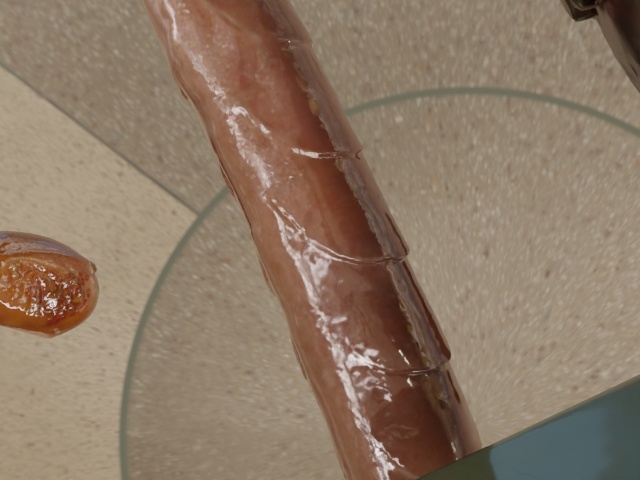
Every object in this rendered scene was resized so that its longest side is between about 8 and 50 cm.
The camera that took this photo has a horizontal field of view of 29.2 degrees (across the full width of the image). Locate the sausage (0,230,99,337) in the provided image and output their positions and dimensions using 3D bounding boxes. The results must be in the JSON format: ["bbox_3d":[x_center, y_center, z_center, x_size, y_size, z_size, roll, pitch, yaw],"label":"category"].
[{"bbox_3d":[-0.265,0.033,1.010,0.179,0.089,0.089,16,82,-30],"label":"sausage"}]

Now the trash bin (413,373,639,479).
[{"bbox_3d":[0.127,0.137,0.485,0.241,0.164,0.122,-27,104,-5],"label":"trash bin"}]

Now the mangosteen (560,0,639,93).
[{"bbox_3d":[0.223,-0.151,0.408,0.311,0.311,0.311,-1,81,7],"label":"mangosteen"}]

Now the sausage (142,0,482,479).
[{"bbox_3d":[0.001,0.000,0.690,0.088,0.088,0.433,-23,91,3],"label":"sausage"}]
